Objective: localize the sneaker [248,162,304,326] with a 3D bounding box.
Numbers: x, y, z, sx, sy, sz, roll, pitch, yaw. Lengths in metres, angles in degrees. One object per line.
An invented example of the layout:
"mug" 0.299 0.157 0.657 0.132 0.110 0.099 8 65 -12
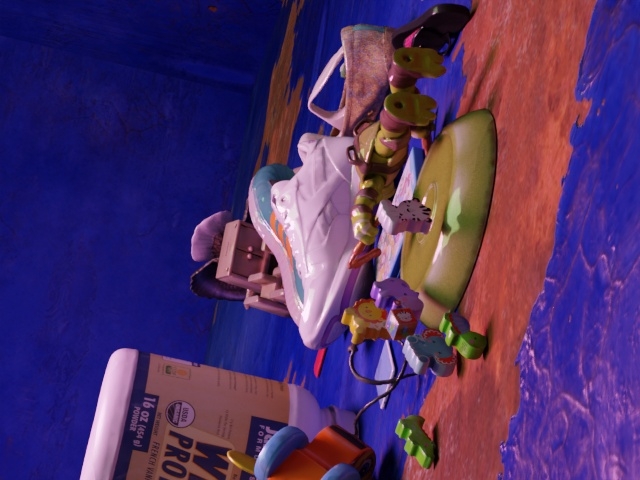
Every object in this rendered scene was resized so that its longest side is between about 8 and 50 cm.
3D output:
"sneaker" -0.010 -0.011 2.043 0.121 0.108 0.302 -52 46 36

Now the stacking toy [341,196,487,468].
"stacking toy" 0.094 0.086 1.408 0.221 0.052 0.167 -117 32 -42

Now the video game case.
"video game case" 0.097 -0.016 1.760 0.119 0.015 0.166 -89 15 -55

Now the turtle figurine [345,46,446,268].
"turtle figurine" 0.080 -0.115 1.601 0.269 0.087 0.217 -59 -8 -37

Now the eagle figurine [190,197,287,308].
"eagle figurine" -0.125 0.032 2.593 0.298 0.226 0.225 -135 38 -74

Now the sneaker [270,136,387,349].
"sneaker" 0.000 0.000 1.880 0.114 0.152 0.305 69 -149 -61

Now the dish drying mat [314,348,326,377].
"dish drying mat" 0.004 0.160 2.134 0.032 0.008 0.083 -106 30 -71

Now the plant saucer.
"plant saucer" 0.127 -0.025 1.506 0.241 0.037 0.240 -167 90 -81

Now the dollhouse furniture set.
"dollhouse furniture set" -0.032 0.022 2.302 0.242 0.161 0.212 -15 60 55

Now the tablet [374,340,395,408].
"tablet" 0.076 0.156 1.675 0.083 0.006 0.054 -97 21 -69

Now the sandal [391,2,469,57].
"sandal" 0.130 -0.242 1.729 0.179 0.067 0.040 150 121 -75

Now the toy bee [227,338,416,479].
"toy bee" 0.009 0.268 1.548 0.195 0.298 0.162 56 176 31

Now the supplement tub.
"supplement tub" -0.129 0.273 1.780 0.228 0.316 0.228 -167 90 -82

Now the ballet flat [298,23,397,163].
"ballet flat" 0.029 -0.162 2.092 0.123 0.123 0.348 -90 15 -56
